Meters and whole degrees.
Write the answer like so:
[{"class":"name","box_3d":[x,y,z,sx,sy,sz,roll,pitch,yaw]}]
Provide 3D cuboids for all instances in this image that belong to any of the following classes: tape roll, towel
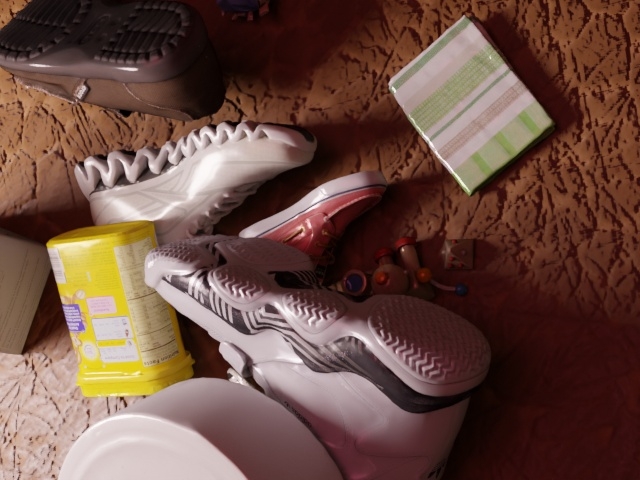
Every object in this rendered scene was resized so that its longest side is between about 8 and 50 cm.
[{"class":"tape roll","box_3d":[-0.103,0.270,1.074,0.286,0.100,0.286,11,110,32]},{"class":"towel","box_3d":[0.147,-0.132,1.190,0.113,0.023,0.152,-40,66,17]}]

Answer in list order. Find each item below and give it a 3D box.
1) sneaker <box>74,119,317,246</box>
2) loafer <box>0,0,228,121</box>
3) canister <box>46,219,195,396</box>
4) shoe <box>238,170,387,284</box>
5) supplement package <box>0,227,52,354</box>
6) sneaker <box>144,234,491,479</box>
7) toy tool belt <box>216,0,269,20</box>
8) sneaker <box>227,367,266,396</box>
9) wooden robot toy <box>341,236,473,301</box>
[{"class":"sneaker","box_3d":[-0.126,-0.054,1.275,0.292,0.110,0.118,-13,83,32]},{"class":"loafer","box_3d":[-0.241,-0.189,1.340,0.366,0.130,0.134,20,62,45]},{"class":"canister","box_3d":[-0.210,0.070,1.263,0.126,0.073,0.169,-6,103,28]},{"class":"shoe","box_3d":[0.000,0.000,1.215,0.178,0.063,0.081,-27,70,26]},{"class":"supplement package","box_3d":[-0.434,0.032,1.328,0.139,0.244,0.133,18,88,29]},{"class":"sneaker","box_3d":[-0.026,0.131,1.120,0.366,0.137,0.210,19,111,31]},{"class":"toy tool belt","box_3d":[-0.090,-0.263,1.322,0.083,0.052,0.051,-2,70,28]},{"class":"sneaker","box_3d":[-0.072,0.163,1.232,0.083,0.032,0.037,41,99,29]},{"class":"wooden robot toy","box_3d":[0.062,0.038,1.162,0.173,0.079,0.076,-28,68,19]}]
